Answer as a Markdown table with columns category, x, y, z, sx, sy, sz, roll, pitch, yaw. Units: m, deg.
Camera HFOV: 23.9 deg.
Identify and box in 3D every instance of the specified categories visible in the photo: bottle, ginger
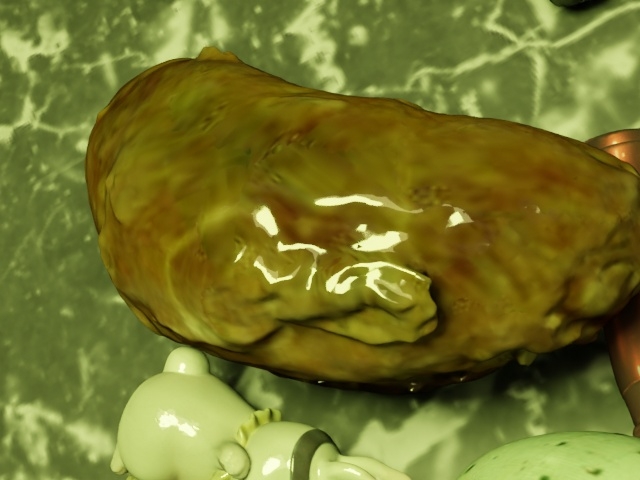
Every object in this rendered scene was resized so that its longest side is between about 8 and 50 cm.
| category | x | y | z | sx | sy | sz | roll | pitch | yaw |
| --- | --- | --- | --- | --- | --- | --- | --- | --- | --- |
| bottle | 0.166 | 0.027 | 0.746 | 0.060 | 0.060 | 0.164 | -15 | 62 | 15 |
| ginger | 0.000 | 0.000 | 0.750 | 0.321 | 0.165 | 0.172 | 17 | 47 | 34 |

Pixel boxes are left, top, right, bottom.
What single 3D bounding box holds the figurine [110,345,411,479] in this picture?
| category | x | y | z | sx | sy | sz | roll | pitch | yaw |
| --- | --- | --- | --- | --- | --- | --- | --- | --- | --- |
| figurine | -0.031 | 0.127 | 0.779 | 0.146 | 0.081 | 0.098 | 27 | 122 | 25 |

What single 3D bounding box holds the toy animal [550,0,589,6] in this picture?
| category | x | y | z | sx | sy | sz | roll | pitch | yaw |
| --- | --- | --- | --- | --- | --- | --- | --- | --- | --- |
| toy animal | 0.121 | -0.187 | 0.868 | 0.065 | 0.047 | 0.136 | -46 | 64 | 6 |

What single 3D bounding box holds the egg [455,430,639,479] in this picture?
| category | x | y | z | sx | sy | sz | roll | pitch | yaw |
| --- | --- | --- | --- | --- | --- | --- | --- | --- | --- |
| egg | 0.124 | 0.147 | 0.672 | 0.131 | 0.131 | 0.164 | -52 | 36 | -7 |
